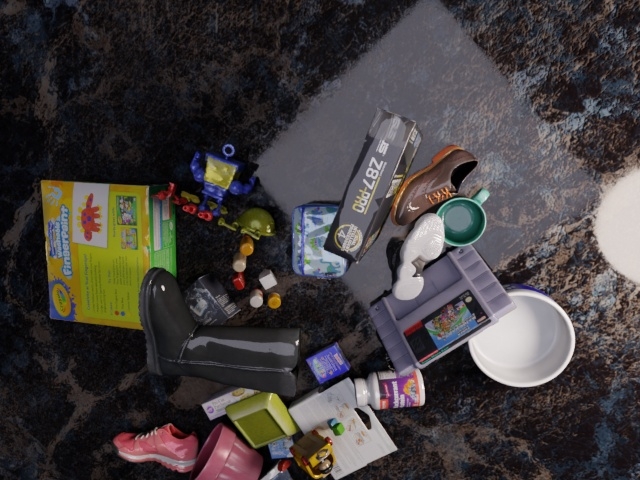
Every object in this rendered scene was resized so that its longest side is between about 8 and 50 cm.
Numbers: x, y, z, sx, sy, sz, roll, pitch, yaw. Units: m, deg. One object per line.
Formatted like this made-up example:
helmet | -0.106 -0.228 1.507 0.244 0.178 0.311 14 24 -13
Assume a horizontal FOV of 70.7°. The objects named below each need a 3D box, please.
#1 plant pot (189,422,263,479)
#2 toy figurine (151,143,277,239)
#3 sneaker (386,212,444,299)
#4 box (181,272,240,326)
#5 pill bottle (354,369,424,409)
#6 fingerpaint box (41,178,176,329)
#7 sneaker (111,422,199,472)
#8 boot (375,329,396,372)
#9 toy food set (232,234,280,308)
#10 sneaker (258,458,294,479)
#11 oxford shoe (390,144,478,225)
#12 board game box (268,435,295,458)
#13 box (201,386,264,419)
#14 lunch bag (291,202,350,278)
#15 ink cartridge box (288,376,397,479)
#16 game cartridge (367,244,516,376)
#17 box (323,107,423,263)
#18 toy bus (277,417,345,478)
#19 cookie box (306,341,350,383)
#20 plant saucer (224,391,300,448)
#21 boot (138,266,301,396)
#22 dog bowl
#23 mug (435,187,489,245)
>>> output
plant pot | -0.296 0.728 1.471 0.180 0.201 0.201 32 105 -10
toy figurine | -0.277 -0.169 1.310 0.362 0.191 0.217 21 99 7
sneaker | 0.241 0.019 1.216 0.101 0.153 0.269 6 124 -11
box | -0.373 0.215 1.441 0.156 0.093 0.158 -39 88 16
pill bottle | 0.198 0.436 1.319 0.193 0.108 0.108 -6 99 0
fingerpaint box | -0.663 0.034 1.439 0.371 0.163 0.445 3 100 11
sneaker | -0.565 0.695 1.574 0.313 0.116 0.136 10 92 4
boot | 0.200 0.321 1.324 0.045 0.099 0.121 -30 92 15
toy food set | -0.207 0.105 1.399 0.111 0.104 0.232 -28 111 3
sneaker | -0.169 0.864 1.509 0.226 0.086 0.163 -40 86 15
oxford shoe | 0.296 -0.136 1.185 0.271 0.098 0.097 -48 129 3
board game box | -0.130 0.678 1.502 0.090 0.020 0.090 -13 97 15
box | -0.235 0.493 1.472 0.324 0.063 0.067 -26 93 16
lunch bag | 0.000 0.000 1.322 0.176 0.090 0.219 5 100 15
ink cartridge box | 0.070 0.581 1.420 0.239 0.060 0.275 -34 90 15
game cartridge | 0.316 0.188 1.231 0.355 0.068 0.230 -38 45 16
box | 0.141 -0.136 1.106 0.097 0.395 0.318 22 103 10
toy bus | -0.009 0.636 1.318 0.191 0.202 0.104 -28 93 21
cookie box | 0.025 0.381 1.404 0.107 0.040 0.092 -30 92 16
plant saucer | -0.188 0.585 1.441 0.188 0.045 0.188 -26 108 15
boot | -0.273 0.265 1.302 0.445 0.146 0.367 8 119 8
dog bowl | 0.537 0.254 1.233 0.264 0.104 0.265 2 100 13
mug | 0.386 -0.060 1.216 0.157 0.097 0.129 -18 95 14
